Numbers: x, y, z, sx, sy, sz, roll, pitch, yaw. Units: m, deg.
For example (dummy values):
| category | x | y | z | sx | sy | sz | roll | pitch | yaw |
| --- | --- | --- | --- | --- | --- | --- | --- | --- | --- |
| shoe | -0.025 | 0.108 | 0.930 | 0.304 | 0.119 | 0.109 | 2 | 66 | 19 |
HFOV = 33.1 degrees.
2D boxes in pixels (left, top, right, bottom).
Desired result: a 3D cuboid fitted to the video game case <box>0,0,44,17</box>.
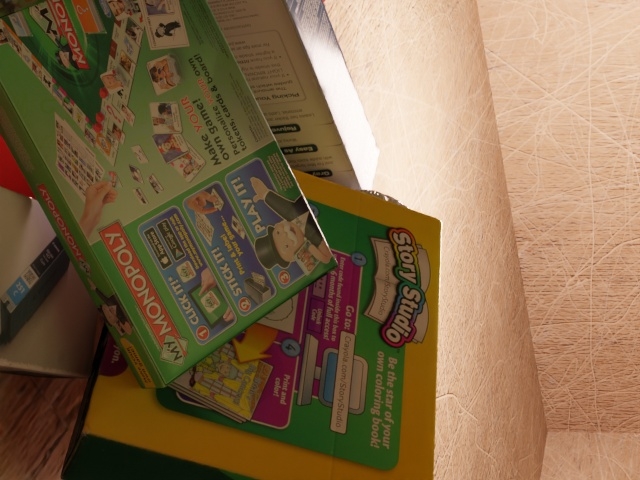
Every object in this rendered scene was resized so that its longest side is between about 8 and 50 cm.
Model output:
| category | x | y | z | sx | sy | sz | roll | pitch | yaw |
| --- | --- | --- | --- | --- | --- | --- | --- | --- | --- |
| video game case | -0.231 | -0.274 | 0.887 | 0.193 | 0.023 | 0.212 | -40 | 129 | -25 |

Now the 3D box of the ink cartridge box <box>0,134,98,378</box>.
| category | x | y | z | sx | sy | sz | roll | pitch | yaw |
| --- | --- | --- | --- | --- | --- | --- | --- | --- | --- |
| ink cartridge box | -0.272 | -0.034 | 0.839 | 0.296 | 0.066 | 0.261 | 28 | 62 | -66 |

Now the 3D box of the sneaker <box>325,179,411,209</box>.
| category | x | y | z | sx | sy | sz | roll | pitch | yaw |
| --- | --- | --- | --- | --- | --- | --- | --- | --- | --- |
| sneaker | 0.000 | 0.000 | 1.306 | 0.269 | 0.153 | 0.101 | 18 | 61 | -25 |

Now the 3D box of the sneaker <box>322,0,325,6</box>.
| category | x | y | z | sx | sy | sz | roll | pitch | yaw |
| --- | --- | --- | --- | --- | --- | --- | --- | --- | --- |
| sneaker | -0.054 | -0.395 | 1.421 | 0.135 | 0.098 | 0.276 | 23 | 63 | -67 |

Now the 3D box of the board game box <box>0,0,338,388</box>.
| category | x | y | z | sx | sy | sz | roll | pitch | yaw |
| --- | --- | --- | --- | --- | --- | --- | --- | --- | --- |
| board game box | -0.135 | -0.065 | 0.912 | 0.213 | 0.046 | 0.317 | -33 | 102 | -35 |

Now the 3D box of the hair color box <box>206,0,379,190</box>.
| category | x | y | z | sx | sy | sz | roll | pitch | yaw |
| --- | --- | --- | --- | --- | --- | --- | --- | --- | --- |
| hair color box | -0.063 | -0.180 | 1.260 | 0.347 | 0.174 | 0.105 | 66 | 28 | -45 |

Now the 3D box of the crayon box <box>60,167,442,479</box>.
| category | x | y | z | sx | sy | sz | roll | pitch | yaw |
| --- | --- | --- | --- | --- | --- | --- | --- | --- | --- |
| crayon box | -0.045 | 0.093 | 1.042 | 0.106 | 0.313 | 0.363 | 123 | -19 | -47 |
